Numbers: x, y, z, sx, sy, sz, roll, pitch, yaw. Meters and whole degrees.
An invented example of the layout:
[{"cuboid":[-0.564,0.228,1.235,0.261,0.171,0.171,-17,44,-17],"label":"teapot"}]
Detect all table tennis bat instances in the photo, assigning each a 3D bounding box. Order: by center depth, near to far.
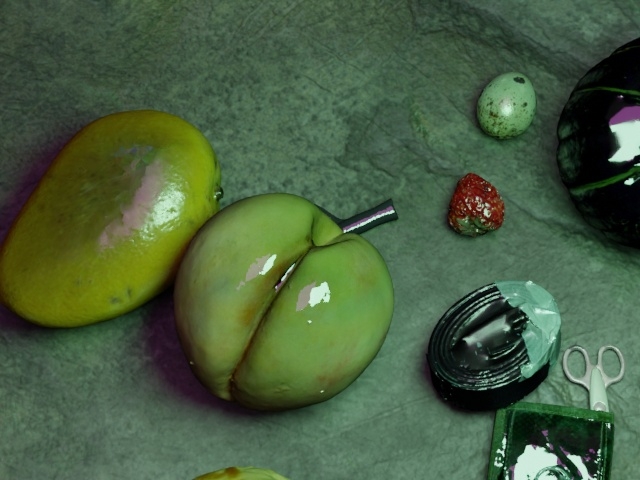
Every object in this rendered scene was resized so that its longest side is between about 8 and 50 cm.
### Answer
[{"cuboid":[0.000,0.000,1.911,0.236,0.027,0.150,-24,70,-4],"label":"table tennis bat"}]

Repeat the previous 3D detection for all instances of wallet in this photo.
[{"cuboid":[0.293,0.325,1.738,0.160,0.055,0.236,5,69,13],"label":"wallet"}]

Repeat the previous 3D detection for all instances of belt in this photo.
[{"cuboid":[0.239,0.140,1.794,0.198,0.078,0.151,-37,55,-13],"label":"belt"}]

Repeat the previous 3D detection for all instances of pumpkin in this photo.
[{"cuboid":[0.448,-0.123,1.834,0.296,0.296,0.296,-1,68,4],"label":"pumpkin"}]

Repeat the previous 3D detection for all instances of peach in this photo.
[{"cuboid":[-0.054,0.087,1.763,0.292,0.292,0.247,9,26,8],"label":"peach"}]

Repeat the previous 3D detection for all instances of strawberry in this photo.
[{"cuboid":[0.219,-0.051,1.890,0.083,0.083,0.096,-13,61,-1],"label":"strawberry"}]

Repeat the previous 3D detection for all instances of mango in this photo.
[{"cuboid":[-0.296,-0.026,1.857,0.365,0.182,0.253,-39,72,-12],"label":"mango"}]

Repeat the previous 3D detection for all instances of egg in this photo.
[{"cuboid":[0.271,-0.197,1.937,0.085,0.085,0.110,22,56,12],"label":"egg"}]

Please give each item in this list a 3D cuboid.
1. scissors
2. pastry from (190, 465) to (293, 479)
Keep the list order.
[{"cuboid":[0.373,0.222,1.796,0.085,0.022,0.176,-1,65,1],"label":"scissors"},{"cuboid":[-0.096,0.460,1.583,0.388,0.312,0.388,-2,64,4],"label":"pastry"}]
